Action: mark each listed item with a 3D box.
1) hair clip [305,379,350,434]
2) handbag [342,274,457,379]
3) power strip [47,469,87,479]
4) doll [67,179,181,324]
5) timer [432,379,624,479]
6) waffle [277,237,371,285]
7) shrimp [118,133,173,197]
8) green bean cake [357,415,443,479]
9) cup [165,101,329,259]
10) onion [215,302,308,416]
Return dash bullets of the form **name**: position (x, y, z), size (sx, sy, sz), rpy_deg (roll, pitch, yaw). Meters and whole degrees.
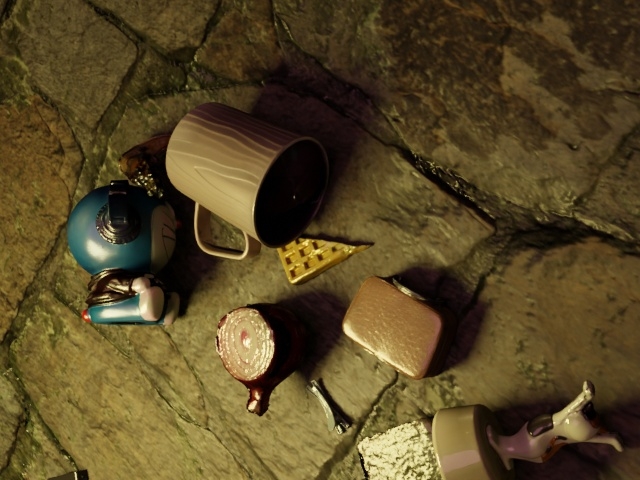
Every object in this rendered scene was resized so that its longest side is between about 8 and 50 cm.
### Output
- **hair clip**: position (0.008, 0.321, 1.659), size (0.030, 0.039, 0.115), rpy_deg (-46, 62, 17)
- **handbag**: position (0.147, 0.151, 1.555), size (0.193, 0.072, 0.151), rpy_deg (34, 106, 32)
- **power strip**: position (-0.605, 0.571, 2.055), size (0.111, 0.038, 0.029), rpy_deg (-20, 76, 30)
- **doll**: position (-0.418, 0.025, 1.839), size (0.240, 0.284, 0.310), rpy_deg (-1, 80, -9)
- **timer**: position (0.334, 0.320, 1.378), size (0.266, 0.175, 0.175), rpy_deg (-23, 75, 22)
- **waffle**: position (0.000, 0.000, 1.689), size (0.191, 0.032, 0.125), rpy_deg (-32, 67, 26)
- **shrimp**: position (-0.333, -0.171, 1.835), size (0.075, 0.178, 0.289), rpy_deg (64, 168, -21)
- **green bean cake**: position (0.172, 0.408, 1.509), size (0.181, 0.094, 0.173), rpy_deg (-28, 71, 33)
- **cup**: position (-0.143, -0.111, 1.702), size (0.273, 0.208, 0.288), rpy_deg (28, 138, 32)
- **onion**: position (-0.107, 0.231, 1.680), size (0.195, 0.139, 0.218), rpy_deg (-9, 83, 37)
